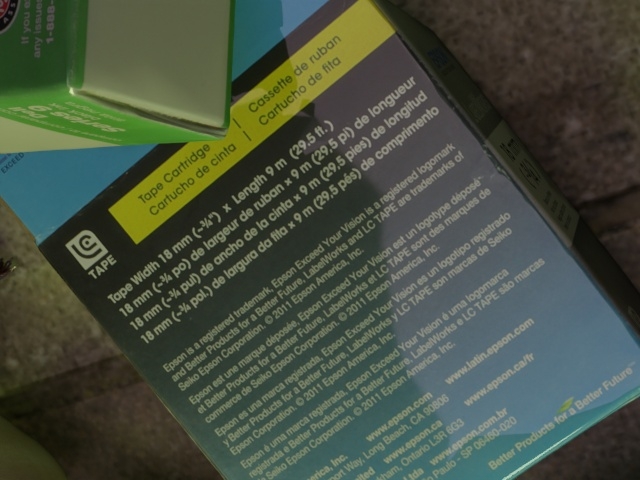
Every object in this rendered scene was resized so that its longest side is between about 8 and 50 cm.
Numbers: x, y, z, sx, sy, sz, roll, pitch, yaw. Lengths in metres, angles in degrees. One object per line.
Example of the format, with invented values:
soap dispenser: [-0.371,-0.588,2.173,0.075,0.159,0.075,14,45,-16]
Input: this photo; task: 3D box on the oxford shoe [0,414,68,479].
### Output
oxford shoe: [-0.305,0.046,0.958,0.397,0.140,0.146,30,98,8]

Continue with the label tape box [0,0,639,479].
label tape box: [0.000,0.000,0.911,0.240,0.106,0.334,-37,92,18]

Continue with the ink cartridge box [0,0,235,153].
ink cartridge box: [-0.188,-0.154,0.824,0.289,0.121,0.211,-2,83,34]

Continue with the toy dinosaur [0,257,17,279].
toy dinosaur: [-0.222,0.003,0.976,0.047,0.090,0.082,-18,145,25]
